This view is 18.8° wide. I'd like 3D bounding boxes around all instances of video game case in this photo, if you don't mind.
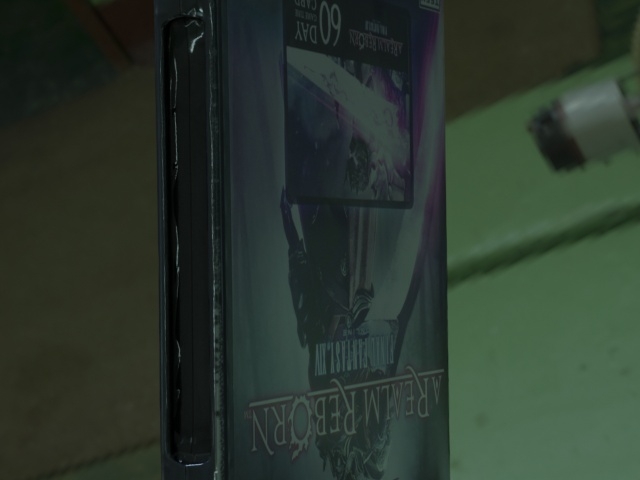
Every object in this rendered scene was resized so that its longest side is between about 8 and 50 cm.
[{"bbox_3d":[0.000,0.000,0.646,0.026,0.196,0.274,-2,89,24],"label":"video game case"}]
